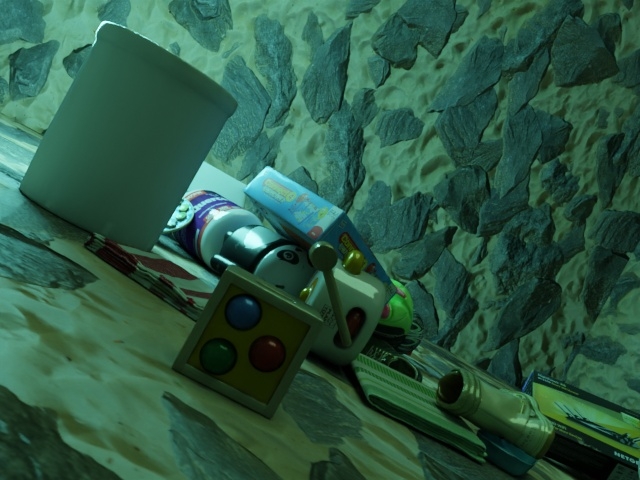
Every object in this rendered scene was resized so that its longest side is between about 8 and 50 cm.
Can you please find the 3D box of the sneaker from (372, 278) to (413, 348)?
[{"bbox_3d":[0.018,0.169,1.657,0.483,0.185,0.202,19,-44,35],"label":"sneaker"}]

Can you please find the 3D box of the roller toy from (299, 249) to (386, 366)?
[{"bbox_3d":[0.027,0.135,1.234,0.146,0.191,0.209,29,-40,-7],"label":"roller toy"}]

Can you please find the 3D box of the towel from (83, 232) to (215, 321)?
[{"bbox_3d":[-0.232,0.085,1.115,0.329,0.037,0.237,29,-1,22],"label":"towel"}]

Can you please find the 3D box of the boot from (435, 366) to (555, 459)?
[{"bbox_3d":[0.324,0.318,1.237,0.203,0.095,0.262,28,5,0],"label":"boot"}]

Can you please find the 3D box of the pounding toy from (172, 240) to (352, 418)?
[{"bbox_3d":[-0.040,0.093,0.734,0.181,0.206,0.094,29,0,-5],"label":"pounding toy"}]

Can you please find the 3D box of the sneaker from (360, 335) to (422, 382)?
[{"bbox_3d":[0.157,0.280,1.479,0.192,0.064,0.086,32,-4,13],"label":"sneaker"}]

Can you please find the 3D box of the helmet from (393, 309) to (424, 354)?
[{"bbox_3d":[0.235,0.270,1.912,0.162,0.169,0.169,13,-1,4],"label":"helmet"}]

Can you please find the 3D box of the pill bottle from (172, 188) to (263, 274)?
[{"bbox_3d":[-0.297,-0.035,1.722,0.181,0.181,0.323,29,0,-40],"label":"pill bottle"}]

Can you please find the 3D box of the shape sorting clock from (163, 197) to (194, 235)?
[{"bbox_3d":[-0.429,-0.080,1.608,0.206,0.040,0.206,7,38,-6],"label":"shape sorting clock"}]

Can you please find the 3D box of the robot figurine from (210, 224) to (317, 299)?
[{"bbox_3d":[-0.128,0.061,1.460,0.278,0.209,0.173,28,-32,47],"label":"robot figurine"}]

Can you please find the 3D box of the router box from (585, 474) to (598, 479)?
[{"bbox_3d":[0.696,0.567,1.782,0.301,0.082,0.335,29,0,22],"label":"router box"}]

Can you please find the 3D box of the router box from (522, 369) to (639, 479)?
[{"bbox_3d":[0.668,0.479,1.585,0.309,0.081,0.243,22,26,9],"label":"router box"}]

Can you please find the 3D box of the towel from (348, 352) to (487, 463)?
[{"bbox_3d":[0.164,0.304,1.208,0.248,0.038,0.325,28,1,-8],"label":"towel"}]

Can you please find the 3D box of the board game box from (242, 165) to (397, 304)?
[{"bbox_3d":[0.000,0.000,1.452,0.308,0.086,0.302,34,-14,45],"label":"board game box"}]

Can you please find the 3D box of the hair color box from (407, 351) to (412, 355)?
[{"bbox_3d":[0.285,0.347,2.221,0.043,0.072,0.141,28,1,-26],"label":"hair color box"}]

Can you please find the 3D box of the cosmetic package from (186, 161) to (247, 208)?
[{"bbox_3d":[-0.444,-0.152,1.945,0.385,0.156,0.217,29,-45,-30],"label":"cosmetic package"}]

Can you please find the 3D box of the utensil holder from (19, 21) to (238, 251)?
[{"bbox_3d":[-0.408,-0.210,1.353,0.328,0.385,0.327,28,0,0],"label":"utensil holder"}]

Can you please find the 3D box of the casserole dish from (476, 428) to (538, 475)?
[{"bbox_3d":[0.351,0.404,1.195,0.114,0.037,0.188,29,1,27],"label":"casserole dish"}]

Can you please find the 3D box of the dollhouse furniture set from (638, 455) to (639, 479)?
[{"bbox_3d":[0.677,0.396,1.166,0.174,0.355,0.303,30,-39,0],"label":"dollhouse furniture set"}]
